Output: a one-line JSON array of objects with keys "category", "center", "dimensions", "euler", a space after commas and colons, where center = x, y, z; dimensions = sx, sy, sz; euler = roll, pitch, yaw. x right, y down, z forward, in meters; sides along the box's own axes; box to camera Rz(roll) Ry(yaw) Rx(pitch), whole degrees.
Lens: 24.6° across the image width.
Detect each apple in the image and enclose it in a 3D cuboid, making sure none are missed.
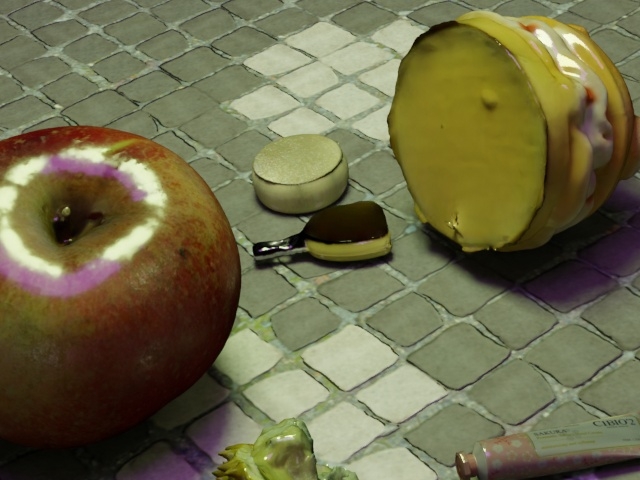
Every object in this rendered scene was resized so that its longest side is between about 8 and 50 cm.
[{"category": "apple", "center": [-0.256, 0.049, 1.496], "dimensions": [0.349, 0.277, 0.348], "euler": [2, 48, -2]}]

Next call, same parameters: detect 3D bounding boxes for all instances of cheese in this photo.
[{"category": "cheese", "center": [0.000, -0.001, 1.725], "dimensions": [0.163, 0.036, 0.086], "euler": [-10, 39, -2]}]

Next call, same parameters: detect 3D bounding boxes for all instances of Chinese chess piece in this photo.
[{"category": "Chinese chess piece", "center": [-0.025, -0.083, 1.832], "dimensions": [0.122, 0.051, 0.122], "euler": [-7, 36, 5]}]

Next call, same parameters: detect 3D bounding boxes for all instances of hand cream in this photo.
[{"category": "hand cream", "center": [0.233, 0.200, 1.407], "dimensions": [0.210, 0.043, 0.067], "euler": [-9, 31, -11]}]

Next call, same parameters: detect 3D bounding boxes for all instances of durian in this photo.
[{"category": "durian", "center": [-0.003, 0.245, 1.277], "dimensions": [0.167, 0.172, 0.306], "euler": [-27, 18, -13]}]

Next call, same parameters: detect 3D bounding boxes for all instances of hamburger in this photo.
[{"category": "hamburger", "center": [0.238, -0.128, 1.679], "dimensions": [0.237, 0.276, 0.276], "euler": [-13, 32, -40]}]
